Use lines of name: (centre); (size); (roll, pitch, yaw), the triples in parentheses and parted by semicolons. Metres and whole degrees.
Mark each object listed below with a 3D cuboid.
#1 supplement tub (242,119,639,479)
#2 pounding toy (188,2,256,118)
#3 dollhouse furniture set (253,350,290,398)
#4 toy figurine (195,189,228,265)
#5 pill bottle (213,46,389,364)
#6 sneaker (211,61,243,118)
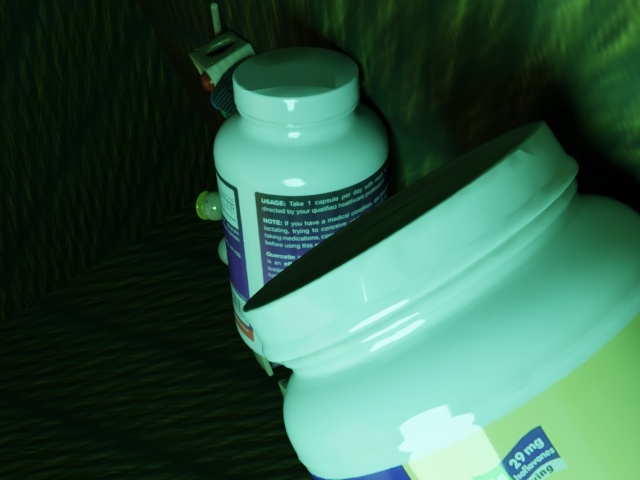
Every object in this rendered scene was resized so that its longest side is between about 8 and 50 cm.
supplement tub: (0.129, 0.122, 0.534); (0.331, 0.241, 0.241); (57, 175, -4)
pounding toy: (-0.168, -0.294, 1.514); (0.181, 0.094, 0.206); (60, 173, -30)
dollhouse furniture set: (0.049, 0.214, 1.527); (0.198, 0.287, 0.303); (-135, 24, -65)
toy figurine: (-0.102, -0.068, 1.526); (0.148, 0.213, 0.209); (11, 153, 21)
pill bottle: (-0.015, -0.033, 0.974); (0.181, 0.182, 0.322); (-130, 30, -50)
sneaker: (-0.043, -0.150, 1.325); (0.131, 0.112, 0.319); (39, -169, -43)
